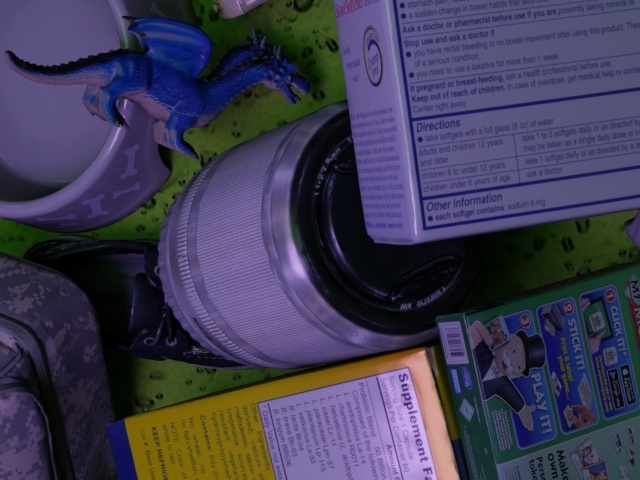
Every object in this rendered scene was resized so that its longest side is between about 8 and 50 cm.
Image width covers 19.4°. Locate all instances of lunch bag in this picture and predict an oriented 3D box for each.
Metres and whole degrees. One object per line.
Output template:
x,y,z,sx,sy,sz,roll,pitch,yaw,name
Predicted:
-0.351,0.196,1.864,0.213,0.256,0.305,19,134,26,lunch bag

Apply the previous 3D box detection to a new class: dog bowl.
-0.295,-0.178,1.943,0.349,0.102,0.348,2,95,27,dog bowl

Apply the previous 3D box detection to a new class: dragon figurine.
-0.156,-0.170,1.794,0.289,0.085,0.144,22,91,-20,dragon figurine

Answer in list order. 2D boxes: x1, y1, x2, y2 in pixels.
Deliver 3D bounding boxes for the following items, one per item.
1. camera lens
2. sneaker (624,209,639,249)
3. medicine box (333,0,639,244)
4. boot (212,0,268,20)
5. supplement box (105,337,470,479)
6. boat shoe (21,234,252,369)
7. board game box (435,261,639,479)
0.000,0.000,1.686,0.274,0.219,0.219,-17,86,58,camera lens
0.328,-0.088,1.603,0.108,0.100,0.271,34,124,31,sneaker
0.160,-0.157,1.503,0.263,0.149,0.289,-8,92,-14,medicine box
-0.139,-0.304,1.816,0.262,0.095,0.203,-15,110,15,boot
0.012,0.215,1.761,0.357,0.195,0.194,-15,87,29,supplement box
-0.175,0.060,1.892,0.340,0.113,0.127,16,101,26,boat shoe
0.228,0.195,1.628,0.046,0.213,0.317,-8,94,57,board game box
